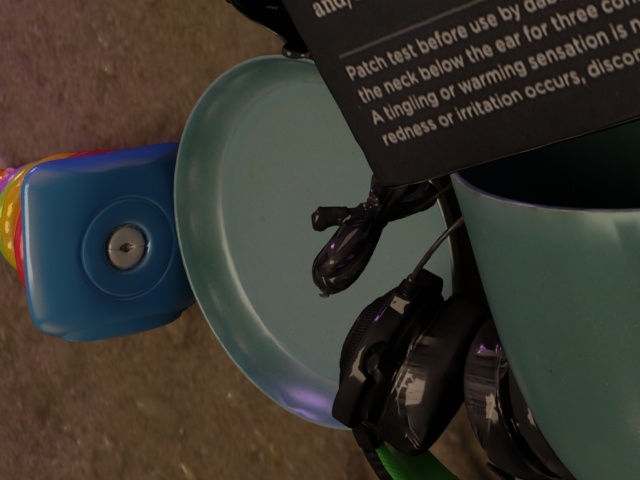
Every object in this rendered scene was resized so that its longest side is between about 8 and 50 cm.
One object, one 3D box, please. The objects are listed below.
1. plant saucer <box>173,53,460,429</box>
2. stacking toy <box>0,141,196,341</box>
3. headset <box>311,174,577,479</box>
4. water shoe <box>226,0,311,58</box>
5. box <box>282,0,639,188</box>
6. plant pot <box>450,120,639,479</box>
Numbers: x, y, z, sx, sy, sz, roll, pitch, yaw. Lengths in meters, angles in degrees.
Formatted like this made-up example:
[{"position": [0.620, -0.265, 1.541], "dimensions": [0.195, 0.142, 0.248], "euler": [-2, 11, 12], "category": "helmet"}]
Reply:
[{"position": [0.000, 0.000, 1.412], "dimensions": [0.317, 0.043, 0.318], "euler": [18, 117, 41], "category": "plant saucer"}, {"position": [-0.251, -0.021, 1.605], "dimensions": [0.302, 0.175, 0.166], "euler": [19, 115, 53], "category": "stacking toy"}, {"position": [0.100, 0.110, 1.198], "dimensions": [0.243, 0.185, 0.394], "euler": [9, 133, 35], "category": "headset"}, {"position": [-0.047, -0.223, 1.352], "dimensions": [0.203, 0.080, 0.073], "euler": [47, 132, 24], "category": "water shoe"}, {"position": [0.147, -0.352, 0.738], "dimensions": [0.297, 0.480, 0.472], "euler": [-14, 108, 48], "category": "box"}, {"position": [0.240, 0.035, 1.015], "dimensions": [0.293, 0.293, 0.235], "euler": [8, 118, 44], "category": "plant pot"}]
